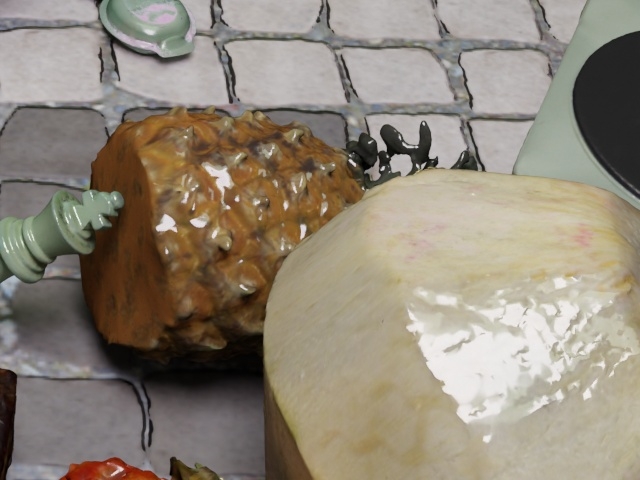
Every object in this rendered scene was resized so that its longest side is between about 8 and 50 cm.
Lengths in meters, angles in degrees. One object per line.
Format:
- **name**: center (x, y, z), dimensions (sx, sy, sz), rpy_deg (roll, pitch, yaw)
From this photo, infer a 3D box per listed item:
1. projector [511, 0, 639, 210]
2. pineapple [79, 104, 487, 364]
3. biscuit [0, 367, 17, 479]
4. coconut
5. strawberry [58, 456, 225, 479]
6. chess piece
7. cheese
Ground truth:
- **projector**: center (0.272, -0.047, 1.331), dimensions (0.259, 0.079, 0.257), rpy_deg (20, 42, 9)
- **pineapple**: center (0.000, 0.000, 1.187), dimensions (0.279, 0.158, 0.158), rpy_deg (1, 41, -30)
- **biscuit**: center (-0.221, 0.211, 0.934), dimensions (0.107, 0.073, 0.388), rpy_deg (6, 41, -5)
- **coconut**: center (0.083, 0.088, 1.032), dimensions (0.259, 0.259, 0.259), rpy_deg (7, 42, -6)
- **strawberry**: center (-0.107, 0.213, 0.946), dimensions (0.175, 0.107, 0.236), rpy_deg (50, 44, -13)
- **chess piece**: center (-0.174, 0.006, 1.121), dimensions (0.149, 0.059, 0.059), rpy_deg (-27, 40, 18)
- **cheese**: center (-0.132, -0.168, 1.406), dimensions (0.067, 0.026, 0.120), rpy_deg (-20, 50, -32)
